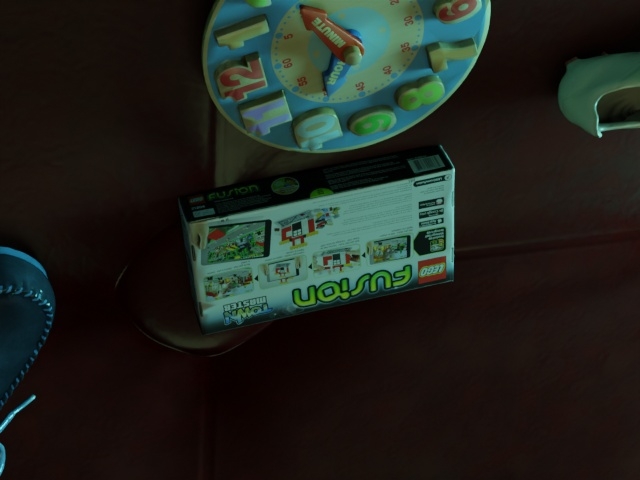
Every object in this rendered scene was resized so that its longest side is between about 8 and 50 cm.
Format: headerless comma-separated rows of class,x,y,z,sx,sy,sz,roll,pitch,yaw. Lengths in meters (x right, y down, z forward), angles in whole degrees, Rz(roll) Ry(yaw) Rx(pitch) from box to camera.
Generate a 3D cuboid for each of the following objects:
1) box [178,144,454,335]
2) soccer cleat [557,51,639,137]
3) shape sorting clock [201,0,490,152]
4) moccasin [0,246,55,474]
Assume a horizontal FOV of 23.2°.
box,0.000,0.000,1.197,0.207,0.036,0.114,-11,130,-10
soccer cleat,0.274,-0.126,1.165,0.196,0.076,0.068,-21,131,-3
shape sorting clock,0.019,-0.137,1.073,0.206,0.040,0.206,-8,138,-7
moccasin,-0.305,0.156,1.161,0.137,0.117,0.342,26,115,-33
